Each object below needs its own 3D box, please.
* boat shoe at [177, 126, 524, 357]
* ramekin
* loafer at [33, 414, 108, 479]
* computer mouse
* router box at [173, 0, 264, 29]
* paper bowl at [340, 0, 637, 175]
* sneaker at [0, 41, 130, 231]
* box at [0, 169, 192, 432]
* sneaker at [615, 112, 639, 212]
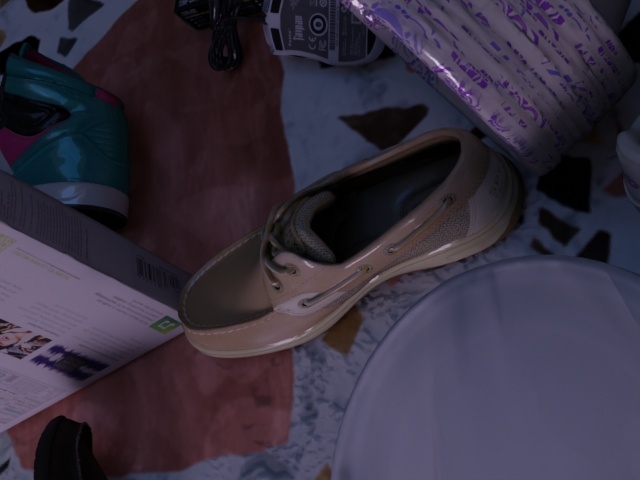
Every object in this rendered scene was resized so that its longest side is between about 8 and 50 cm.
[{"bbox_3d":[0.000,0.000,0.783,0.302,0.098,0.109,-24,59,25],"label":"boat shoe"},{"bbox_3d":[0.144,0.149,0.582,0.273,0.127,0.272,-13,70,40],"label":"ramekin"},{"bbox_3d":[-0.178,0.240,0.834,0.078,0.080,0.220,-13,57,-7],"label":"loafer"},{"bbox_3d":[-0.018,-0.190,0.902,0.193,0.042,0.106,14,112,31],"label":"computer mouse"},{"bbox_3d":[-0.078,-0.261,0.984,0.123,0.038,0.092,-8,66,32],"label":"router box"},{"bbox_3d":[0.091,-0.187,0.680,0.148,0.284,0.284,-48,52,8],"label":"paper bowl"},{"bbox_3d":[-0.303,-0.100,1.016,0.296,0.124,0.178,-2,74,28],"label":"sneaker"},{"bbox_3d":[-0.298,0.078,0.872,0.322,0.232,0.058,-30,52,21],"label":"box"},{"bbox_3d":[0.297,-0.117,0.592,0.305,0.152,0.114,-48,44,8],"label":"sneaker"}]
